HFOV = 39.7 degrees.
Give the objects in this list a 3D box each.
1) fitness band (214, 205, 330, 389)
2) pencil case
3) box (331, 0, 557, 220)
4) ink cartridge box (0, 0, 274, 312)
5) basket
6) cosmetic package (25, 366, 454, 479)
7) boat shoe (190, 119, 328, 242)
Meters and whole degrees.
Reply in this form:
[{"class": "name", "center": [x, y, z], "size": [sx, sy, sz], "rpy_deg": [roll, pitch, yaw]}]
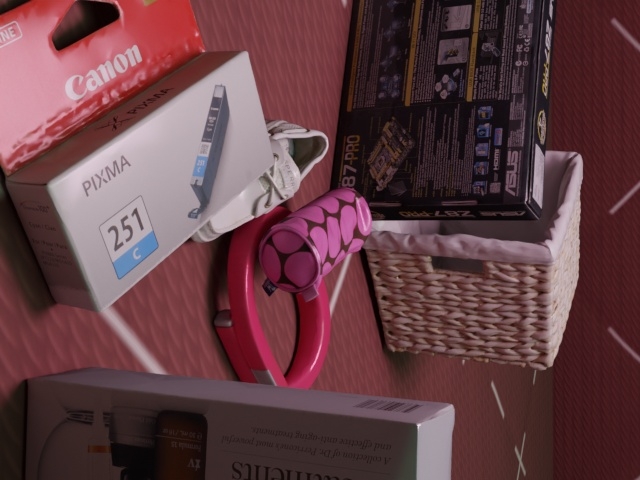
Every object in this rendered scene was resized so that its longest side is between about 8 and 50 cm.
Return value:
[{"class": "fitness band", "center": [-0.058, 0.091, 1.175], "size": [0.209, 0.054, 0.291], "rpy_deg": [-66, 148, -44]}, {"class": "pencil case", "center": [0.000, 0.000, 1.135], "size": [0.098, 0.095, 0.209], "rpy_deg": [50, 31, 1]}, {"class": "box", "center": [0.190, -0.228, 1.366], "size": [0.097, 0.318, 0.395], "rpy_deg": [30, 63, -61]}, {"class": "ink cartridge box", "center": [-0.176, -0.121, 0.848], "size": [0.296, 0.066, 0.261], "rpy_deg": [-47, 133, -43]}, {"class": "basket", "center": [0.284, 0.017, 1.577], "size": [0.331, 0.328, 0.266], "rpy_deg": [-57, 144, -49]}, {"class": "cosmetic package", "center": [-0.082, 0.267, 0.746], "size": [0.097, 0.377, 0.284], "rpy_deg": [-1, 91, -64]}, {"class": "boat shoe", "center": [-0.071, -0.084, 1.080], "size": [0.277, 0.096, 0.098], "rpy_deg": [-51, 136, -52]}]
